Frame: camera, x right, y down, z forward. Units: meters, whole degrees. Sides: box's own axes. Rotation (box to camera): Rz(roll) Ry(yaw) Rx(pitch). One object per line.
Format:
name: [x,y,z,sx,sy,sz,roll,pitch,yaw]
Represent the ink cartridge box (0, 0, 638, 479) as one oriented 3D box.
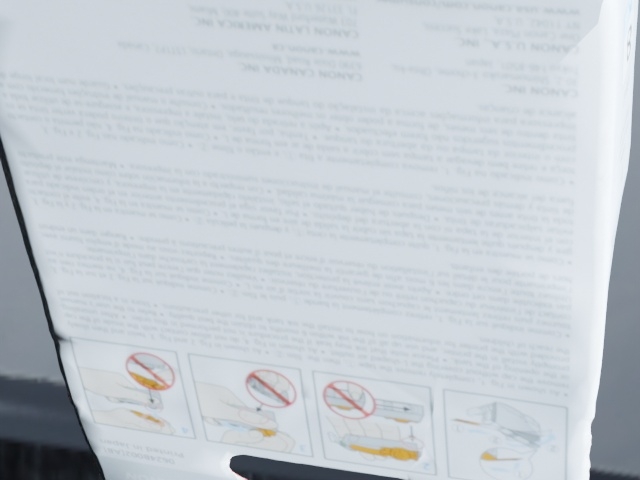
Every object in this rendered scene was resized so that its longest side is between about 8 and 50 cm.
ink cartridge box: [0.000,0.000,0.741,0.308,0.091,0.385,7,133,16]
